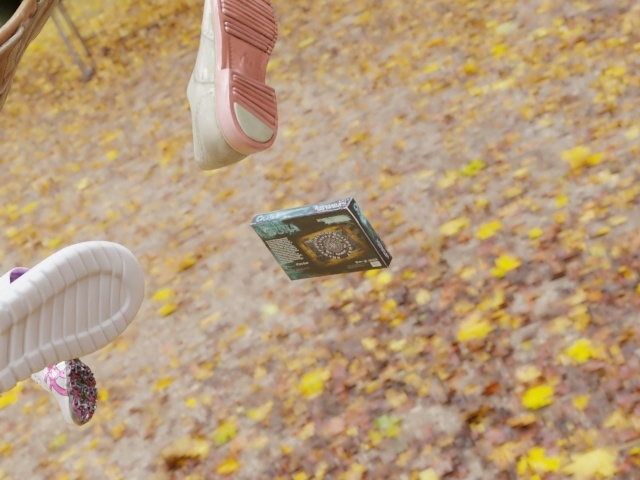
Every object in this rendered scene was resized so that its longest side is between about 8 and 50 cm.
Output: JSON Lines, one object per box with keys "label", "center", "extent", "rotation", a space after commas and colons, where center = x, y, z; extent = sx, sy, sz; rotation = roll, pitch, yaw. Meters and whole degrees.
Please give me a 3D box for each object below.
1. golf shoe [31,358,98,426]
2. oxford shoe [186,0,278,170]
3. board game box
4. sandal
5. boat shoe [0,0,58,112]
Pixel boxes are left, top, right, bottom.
{"label": "golf shoe", "center": [-0.391, 0.205, 1.687], "extent": [0.086, 0.067, 0.186], "rotation": [-32, 56, 14]}
{"label": "oxford shoe", "center": [-0.163, -0.298, 1.819], "extent": [0.146, 0.140, 0.397], "rotation": [-27, 51, 37]}
{"label": "board game box", "center": [0.000, 0.000, 1.670], "extent": [0.186, 0.126, 0.026], "rotation": [-9, 39, 37]}
{"label": "sandal", "center": [-0.415, 0.105, 1.585], "extent": [0.102, 0.169, 0.416], "rotation": [11, 25, 32]}
{"label": "boat shoe", "center": [-0.269, -0.221, 0.916], "extent": [0.120, 0.122, 0.324], "rotation": [129, 151, -48]}
